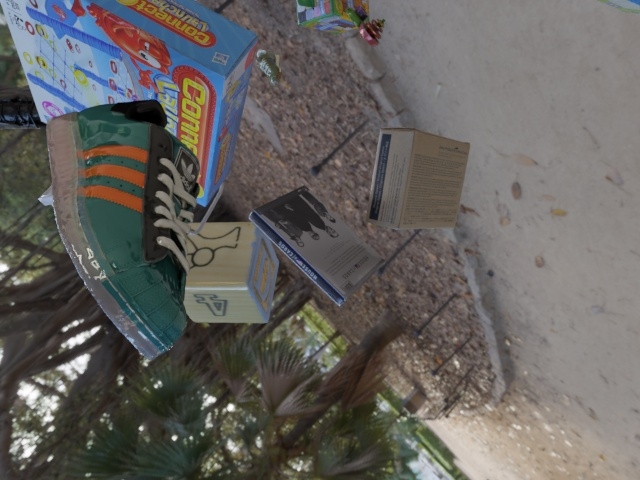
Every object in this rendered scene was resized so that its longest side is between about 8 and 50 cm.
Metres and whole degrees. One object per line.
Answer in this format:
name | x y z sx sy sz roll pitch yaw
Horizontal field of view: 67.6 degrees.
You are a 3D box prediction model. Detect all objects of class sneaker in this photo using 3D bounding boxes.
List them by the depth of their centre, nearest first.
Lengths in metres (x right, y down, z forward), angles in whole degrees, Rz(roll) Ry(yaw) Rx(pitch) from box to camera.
sneaker | -0.163 -0.040 0.441 0.302 0.121 0.108 57 168 33
sneaker | -0.639 -0.277 0.989 0.130 0.286 0.109 26 123 34
sneaker | -0.190 -0.616 1.698 0.086 0.064 0.192 16 -138 -24

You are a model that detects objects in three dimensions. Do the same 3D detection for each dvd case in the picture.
dvd case | 0.000 0.000 0.937 0.239 0.179 0.029 44 127 9

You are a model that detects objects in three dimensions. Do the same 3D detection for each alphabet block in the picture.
alphabet block | -0.227 0.080 1.163 0.197 0.192 0.193 0 143 10

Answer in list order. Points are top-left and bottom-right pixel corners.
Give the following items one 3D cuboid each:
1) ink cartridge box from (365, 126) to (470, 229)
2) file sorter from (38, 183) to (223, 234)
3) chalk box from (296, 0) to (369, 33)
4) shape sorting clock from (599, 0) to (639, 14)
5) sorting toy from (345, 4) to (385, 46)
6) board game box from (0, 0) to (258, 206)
ink cartridge box | 0.208 -0.123 0.997 0.088 0.193 0.235 16 -168 42
file sorter | -0.368 -0.104 0.981 0.278 0.192 0.173 -8 132 24
chalk box | 0.027 -0.899 1.781 0.179 0.289 0.180 5 102 41
shape sorting clock | 0.646 -0.519 1.010 0.206 0.040 0.206 17 -154 -9
sorting toy | 0.089 -0.395 0.865 0.061 0.042 0.102 12 -134 -51
board game box | -0.263 -0.220 0.675 0.302 0.086 0.308 28 149 -2
